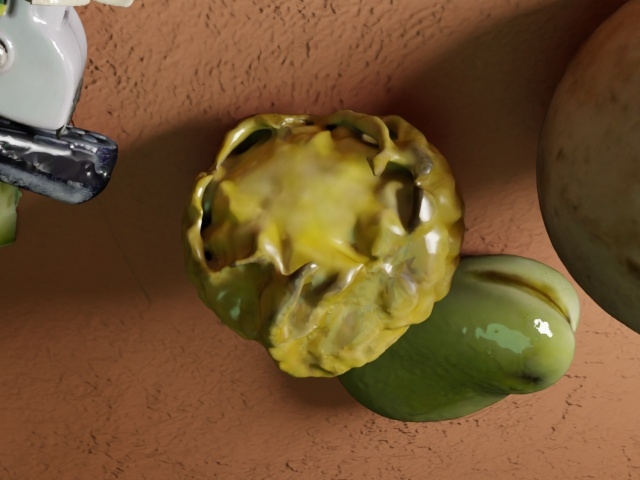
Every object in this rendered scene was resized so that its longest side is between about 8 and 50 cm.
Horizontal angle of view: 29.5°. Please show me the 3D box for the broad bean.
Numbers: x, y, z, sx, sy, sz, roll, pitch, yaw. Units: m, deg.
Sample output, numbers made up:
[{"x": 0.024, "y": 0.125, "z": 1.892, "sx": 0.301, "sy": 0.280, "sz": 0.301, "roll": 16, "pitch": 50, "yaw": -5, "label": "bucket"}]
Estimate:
[{"x": 0.126, "y": 0.105, "z": 1.207, "sx": 0.263, "sy": 0.121, "sz": 0.189, "roll": -27, "pitch": 123, "yaw": 26, "label": "broad bean"}]

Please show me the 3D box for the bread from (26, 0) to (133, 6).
[{"x": -0.210, "y": -0.216, "z": 0.844, "sx": 0.152, "sy": 0.105, "sz": 0.077, "roll": 25, "pitch": 115, "yaw": 28, "label": "bread"}]

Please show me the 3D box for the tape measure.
[{"x": -0.278, "y": -0.206, "z": 0.923, "sx": 0.236, "sy": 0.120, "sz": 0.197, "roll": 19, "pitch": 119, "yaw": -12, "label": "tape measure"}]

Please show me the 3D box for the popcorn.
[{"x": 0.000, "y": 0.000, "z": 1.047, "sx": 0.250, "sy": 0.250, "sz": 0.190, "roll": -18, "pitch": 165, "yaw": 17, "label": "popcorn"}]

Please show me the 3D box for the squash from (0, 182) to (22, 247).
[{"x": -0.376, "y": -0.049, "z": 1.049, "sx": 0.204, "sy": 0.155, "sz": 0.237, "roll": 6, "pitch": 129, "yaw": -4, "label": "squash"}]

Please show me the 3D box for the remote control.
[{"x": -0.288, "y": -0.081, "z": 1.000, "sx": 0.266, "sy": 0.090, "sz": 0.066, "roll": 12, "pitch": 96, "yaw": -44, "label": "remote control"}]

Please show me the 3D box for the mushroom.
[{"x": 0.333, "y": -0.054, "z": 0.966, "sx": 0.290, "sy": 0.297, "sz": 0.297, "roll": 12, "pitch": 136, "yaw": -42, "label": "mushroom"}]
